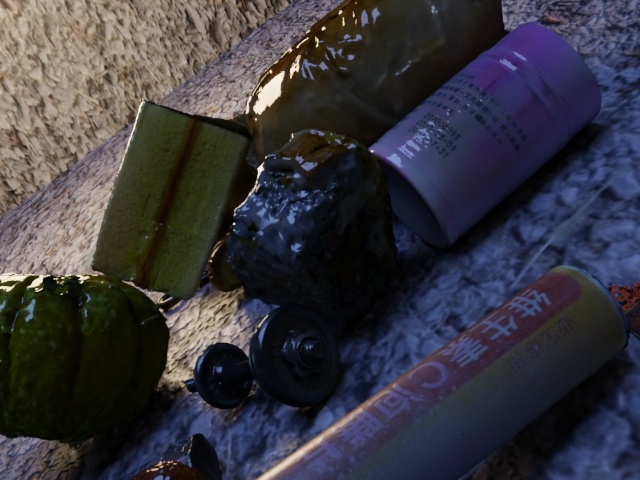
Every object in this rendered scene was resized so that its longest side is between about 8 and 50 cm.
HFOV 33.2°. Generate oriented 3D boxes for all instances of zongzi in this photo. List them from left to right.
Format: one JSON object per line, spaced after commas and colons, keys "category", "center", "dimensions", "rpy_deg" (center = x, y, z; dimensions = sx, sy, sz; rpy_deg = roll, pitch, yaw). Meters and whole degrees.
{"category": "zongzi", "center": [-0.166, -0.072, 1.712], "dimensions": [0.242, 0.112, 0.221], "rpy_deg": [-33, 43, 9]}

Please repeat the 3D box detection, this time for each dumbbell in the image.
{"category": "dumbbell", "center": [-0.077, 0.143, 1.204], "dimensions": [0.254, 0.110, 0.110], "rpy_deg": [-22, 24, 49]}

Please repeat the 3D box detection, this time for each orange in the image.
{"category": "orange", "center": [-0.353, 0.149, 1.377], "dimensions": [0.301, 0.223, 0.300], "rpy_deg": [1, -7, 27]}

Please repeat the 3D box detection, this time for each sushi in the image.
{"category": "sushi", "center": [0.000, 0.000, 1.242], "dimensions": [0.139, 0.274, 0.184], "rpy_deg": [20, 59, 34]}

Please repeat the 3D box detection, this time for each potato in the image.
{"category": "potato", "center": [-0.089, 0.007, 1.530], "dimensions": [0.170, 0.080, 0.107], "rpy_deg": [-47, 31, -6]}

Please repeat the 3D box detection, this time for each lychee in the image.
{"category": "lychee", "center": [-0.150, 0.271, 1.047], "dimensions": [0.114, 0.140, 0.101], "rpy_deg": [34, 61, 28]}

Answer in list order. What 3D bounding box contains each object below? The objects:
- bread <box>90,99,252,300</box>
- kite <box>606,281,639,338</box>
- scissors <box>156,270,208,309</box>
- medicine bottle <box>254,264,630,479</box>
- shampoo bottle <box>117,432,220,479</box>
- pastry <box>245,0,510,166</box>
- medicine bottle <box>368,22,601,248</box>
{"category": "bread", "center": [-0.218, -0.053, 1.545], "dimensions": [0.163, 0.168, 0.264], "rpy_deg": [144, 146, -81]}
{"category": "kite", "center": [0.303, 0.059, 0.906], "dimensions": [0.222, 0.008, 0.125], "rpy_deg": [-18, 28, 40]}
{"category": "scissors", "center": [-0.157, 0.044, 1.648], "dimensions": [0.220, 0.017, 0.088], "rpy_deg": [-27, 19, 23]}
{"category": "medicine bottle", "center": [0.059, 0.161, 0.832], "dimensions": [0.426, 0.108, 0.108], "rpy_deg": [-32, 18, -23]}
{"category": "shampoo bottle", "center": [-0.214, 0.289, 1.150], "dimensions": [0.227, 0.056, 0.086], "rpy_deg": [-32, 19, 10]}
{"category": "pastry", "center": [0.084, -0.211, 1.477], "dimensions": [0.409, 0.245, 0.409], "rpy_deg": [-40, 12, 10]}
{"category": "medicine bottle", "center": [0.192, -0.125, 1.273], "dimensions": [0.254, 0.152, 0.152], "rpy_deg": [-40, 21, -11]}
